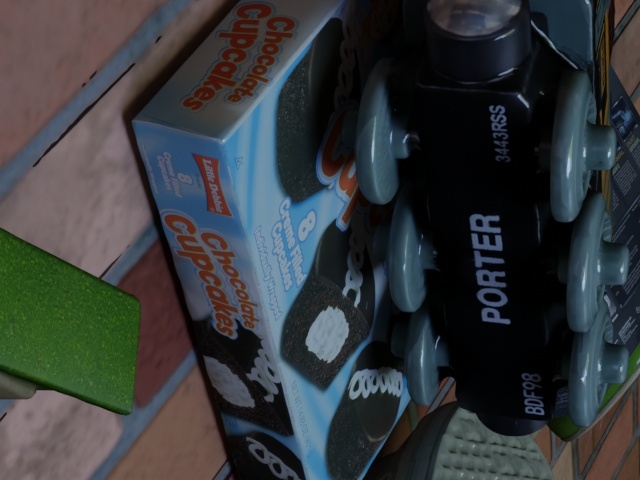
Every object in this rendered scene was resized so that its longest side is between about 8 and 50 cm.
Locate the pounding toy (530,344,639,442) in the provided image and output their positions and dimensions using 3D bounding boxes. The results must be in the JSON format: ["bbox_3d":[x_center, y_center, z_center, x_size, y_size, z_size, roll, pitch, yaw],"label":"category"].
[{"bbox_3d":[0.200,0.080,1.301,0.237,0.110,0.183,-55,178,34],"label":"pounding toy"}]

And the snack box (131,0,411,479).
[{"bbox_3d":[0.000,0.000,0.886,0.187,0.060,0.322,-55,148,-35],"label":"snack box"}]

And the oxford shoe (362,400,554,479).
[{"bbox_3d":[0.032,0.257,0.942,0.130,0.169,0.449,-38,-172,32],"label":"oxford shoe"}]

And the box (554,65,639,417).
[{"bbox_3d":[0.181,-0.010,1.133,0.183,0.059,0.232,58,45,-15],"label":"box"}]

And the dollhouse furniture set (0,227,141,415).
[{"bbox_3d":[-0.195,0.074,0.407,0.301,0.151,0.197,36,57,-62],"label":"dollhouse furniture set"}]

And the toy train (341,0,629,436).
[{"bbox_3d":[0.110,-0.036,0.875,0.334,0.142,0.190,76,27,-46],"label":"toy train"}]
